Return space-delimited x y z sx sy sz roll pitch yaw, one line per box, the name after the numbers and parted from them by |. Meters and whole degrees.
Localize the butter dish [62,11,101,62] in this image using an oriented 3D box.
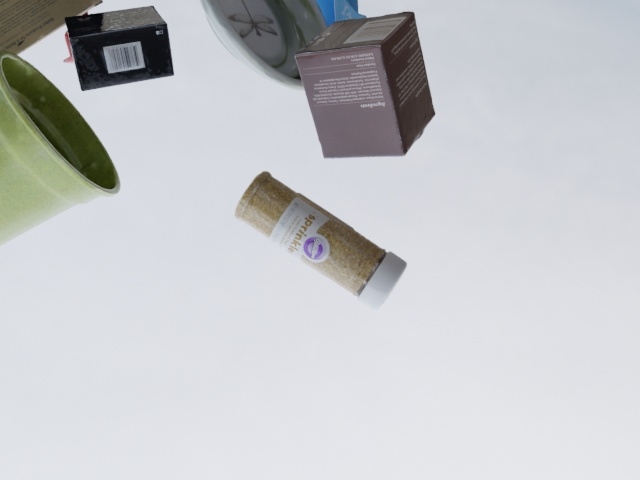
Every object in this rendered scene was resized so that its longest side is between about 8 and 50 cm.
-0.543 -0.494 1.827 0.118 0.160 0.160 64 -175 -9 | butter dish

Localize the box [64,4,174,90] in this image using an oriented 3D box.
-0.340 -0.328 1.298 0.155 0.093 0.158 -13 -149 -14 | box

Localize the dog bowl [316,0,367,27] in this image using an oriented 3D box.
0.038 -0.580 1.797 0.074 0.297 0.166 -10 -161 -21 | dog bowl

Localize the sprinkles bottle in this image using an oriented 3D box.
0.000 0.000 1.564 0.355 0.121 0.121 33 -148 5 | sprinkles bottle

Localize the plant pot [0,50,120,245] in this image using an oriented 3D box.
-0.510 -0.114 1.232 0.276 0.253 0.276 54 -176 -6 | plant pot

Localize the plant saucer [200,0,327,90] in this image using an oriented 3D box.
-0.138 -0.477 1.617 0.400 0.100 0.401 33 -137 -38 | plant saucer

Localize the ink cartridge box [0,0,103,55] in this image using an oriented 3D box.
-0.538 -0.449 1.349 0.234 0.193 0.088 -37 -140 -10 | ink cartridge box

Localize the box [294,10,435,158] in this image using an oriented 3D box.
0.084 -0.272 1.360 0.167 0.203 0.168 1 -147 30 | box
